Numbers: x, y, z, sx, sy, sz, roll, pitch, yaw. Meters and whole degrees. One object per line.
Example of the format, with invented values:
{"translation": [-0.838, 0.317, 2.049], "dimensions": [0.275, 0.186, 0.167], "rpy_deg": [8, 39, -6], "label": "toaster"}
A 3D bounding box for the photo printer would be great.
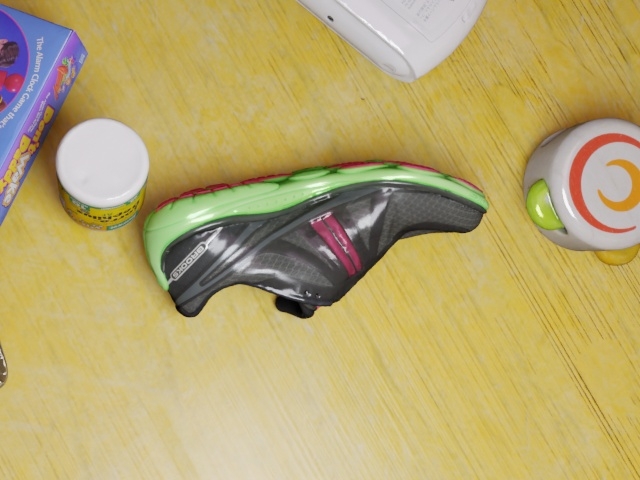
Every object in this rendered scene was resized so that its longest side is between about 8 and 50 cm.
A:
{"translation": [0.101, -0.405, 1.728], "dimensions": [0.308, 0.107, 0.256], "rpy_deg": [38, 73, -8], "label": "photo printer"}

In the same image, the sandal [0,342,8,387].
{"translation": [-0.459, 0.114, 1.548], "dimensions": [0.072, 0.049, 0.180], "rpy_deg": [-12, 95, -8], "label": "sandal"}

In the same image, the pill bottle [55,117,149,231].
{"translation": [-0.289, -0.077, 1.536], "dimensions": [0.118, 0.208, 0.117], "rpy_deg": [3, 77, -11], "label": "pill bottle"}

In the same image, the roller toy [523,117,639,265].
{"translation": [0.406, -0.078, 1.705], "dimensions": [0.209, 0.146, 0.191], "rpy_deg": [24, 83, -11], "label": "roller toy"}

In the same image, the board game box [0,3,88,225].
{"translation": [-0.496, -0.156, 1.544], "dimensions": [0.233, 0.078, 0.347], "rpy_deg": [22, 77, 10], "label": "board game box"}

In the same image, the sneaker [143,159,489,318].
{"translation": [0.000, 0.000, 1.617], "dimensions": [0.483, 0.185, 0.202], "rpy_deg": [-10, 98, -10], "label": "sneaker"}
